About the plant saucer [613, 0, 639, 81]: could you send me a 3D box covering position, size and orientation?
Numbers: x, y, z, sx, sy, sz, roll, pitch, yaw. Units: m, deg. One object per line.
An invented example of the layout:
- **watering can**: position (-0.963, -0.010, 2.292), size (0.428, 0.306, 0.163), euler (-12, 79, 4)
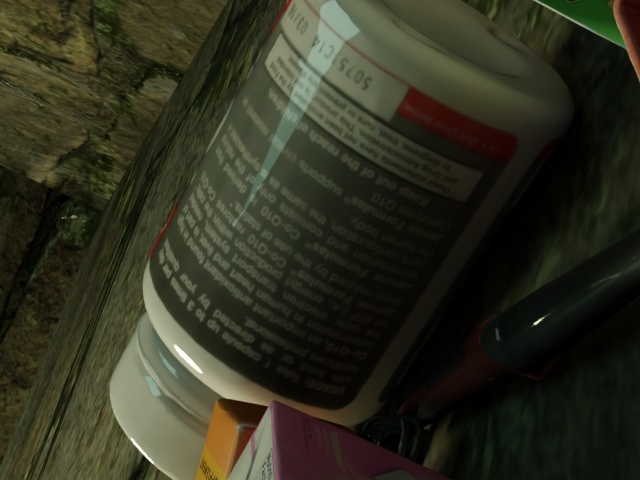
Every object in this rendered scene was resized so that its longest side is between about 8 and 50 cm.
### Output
- **plant saucer**: position (0.198, -0.101, 0.370), size (0.259, 0.047, 0.258), euler (-55, 21, 32)

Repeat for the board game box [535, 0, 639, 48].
- **board game box**: position (0.088, -0.207, 0.655), size (0.046, 0.213, 0.317), euler (-57, 15, 30)

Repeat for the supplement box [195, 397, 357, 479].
- **supplement box**: position (-0.041, 0.201, 0.640), size (0.078, 0.080, 0.233), euler (-168, 91, -77)

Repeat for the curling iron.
- **curling iron**: position (0.084, 0.059, 0.579), size (0.274, 0.035, 0.068), euler (-49, 25, 51)

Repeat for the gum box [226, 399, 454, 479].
- **gum box**: position (0.018, 0.146, 0.518), size (0.062, 0.107, 0.188), euler (-60, 14, 17)

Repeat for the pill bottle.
- **pill bottle**: position (0.000, 0.000, 0.729), size (0.283, 0.161, 0.161), euler (-59, 15, 22)
